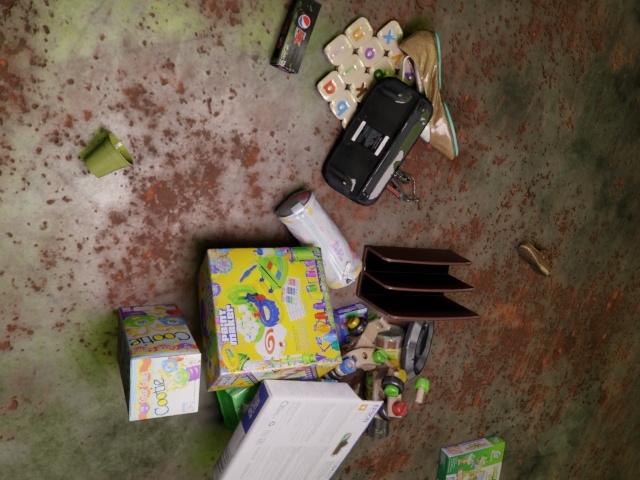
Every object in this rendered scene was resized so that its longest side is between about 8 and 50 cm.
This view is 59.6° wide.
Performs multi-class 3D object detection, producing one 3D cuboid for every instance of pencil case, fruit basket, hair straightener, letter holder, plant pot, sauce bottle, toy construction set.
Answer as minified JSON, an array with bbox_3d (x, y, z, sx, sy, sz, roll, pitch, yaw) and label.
[{"bbox_3d":[0.000,0.000,1.440,0.113,0.124,0.273,-27,117,15],"label":"pencil case"},{"bbox_3d":[-0.095,0.372,1.482,0.353,0.165,0.327,-22,121,-26],"label":"fruit basket"},{"bbox_3d":[0.195,-0.182,1.514,0.230,0.047,0.089,35,89,-23],"label":"hair straightener"},{"bbox_3d":[0.289,0.121,1.558,0.302,0.214,0.152,3,104,-25],"label":"letter holder"},{"bbox_3d":[-0.461,-0.176,1.205,0.079,0.083,0.083,-33,117,2],"label":"plant pot"},{"bbox_3d":[0.187,0.424,1.662,0.111,0.111,0.344,-4,106,-24],"label":"sauce bottle"},{"bbox_3d":[0.129,0.346,1.524,0.257,0.237,0.309,25,138,-1],"label":"toy construction set"}]

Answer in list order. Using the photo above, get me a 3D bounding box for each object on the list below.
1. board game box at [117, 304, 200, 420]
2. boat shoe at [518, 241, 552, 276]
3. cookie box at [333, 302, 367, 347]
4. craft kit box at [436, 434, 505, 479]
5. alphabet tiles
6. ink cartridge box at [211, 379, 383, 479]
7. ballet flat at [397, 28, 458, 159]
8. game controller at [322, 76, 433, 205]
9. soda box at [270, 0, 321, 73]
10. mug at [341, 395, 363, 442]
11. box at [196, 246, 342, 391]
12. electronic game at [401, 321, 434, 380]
[{"bbox_3d":[-0.371,0.263,1.261,0.142,0.275,0.144,0,106,-25],"label":"board game box"},{"bbox_3d":[0.702,0.051,1.818,0.178,0.064,0.060,39,82,-35],"label":"boat shoe"},{"bbox_3d":[0.089,0.243,1.601,0.092,0.040,0.107,-13,112,-21],"label":"cookie box"},{"bbox_3d":[0.525,0.831,1.977,0.247,0.061,0.249,-5,108,-26],"label":"craft kit box"},{"bbox_3d":[0.131,-0.413,1.432,0.278,0.021,0.284,-44,118,-10],"label":"alphabet tiles"},{"bbox_3d":[-0.056,0.481,1.377,0.330,0.071,0.324,13,117,-35],"label":"ink cartridge box"},{"bbox_3d":[0.266,-0.363,1.449,0.124,0.116,0.342,-16,111,-1],"label":"ballet flat"},{"bbox_3d":[0.143,-0.248,1.415,0.166,0.067,0.319,34,102,4],"label":"game controller"},{"bbox_3d":[-0.058,-0.480,1.306,0.060,0.053,0.168,17,99,-29],"label":"soda box"},{"bbox_3d":[0.050,0.515,1.633,0.129,0.097,0.157,34,90,-29],"label":"mug"},{"bbox_3d":[-0.130,0.180,1.317,0.279,0.177,0.289,0,65,-22],"label":"box"},{"bbox_3d":[0.285,0.299,1.646,0.229,0.048,0.229,-38,134,-54],"label":"electronic game"}]
